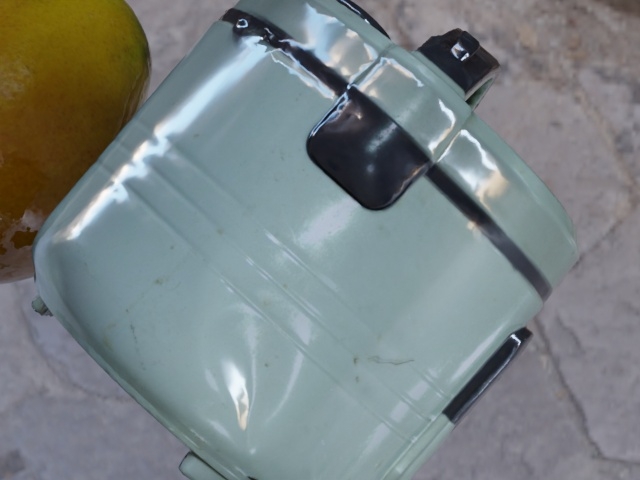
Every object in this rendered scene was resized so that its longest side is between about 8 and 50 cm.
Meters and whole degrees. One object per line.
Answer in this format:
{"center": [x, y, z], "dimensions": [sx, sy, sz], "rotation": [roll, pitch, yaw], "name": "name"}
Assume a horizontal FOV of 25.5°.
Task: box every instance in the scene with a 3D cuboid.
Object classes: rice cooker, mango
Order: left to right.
{"center": [-0.213, -0.089, 0.953], "dimensions": [0.139, 0.175, 0.254], "rotation": [-29, 36, 42], "name": "mango"}
{"center": [0.000, 0.000, 0.698], "dimensions": [0.226, 0.226, 0.244], "rotation": [37, 87, 33], "name": "rice cooker"}
